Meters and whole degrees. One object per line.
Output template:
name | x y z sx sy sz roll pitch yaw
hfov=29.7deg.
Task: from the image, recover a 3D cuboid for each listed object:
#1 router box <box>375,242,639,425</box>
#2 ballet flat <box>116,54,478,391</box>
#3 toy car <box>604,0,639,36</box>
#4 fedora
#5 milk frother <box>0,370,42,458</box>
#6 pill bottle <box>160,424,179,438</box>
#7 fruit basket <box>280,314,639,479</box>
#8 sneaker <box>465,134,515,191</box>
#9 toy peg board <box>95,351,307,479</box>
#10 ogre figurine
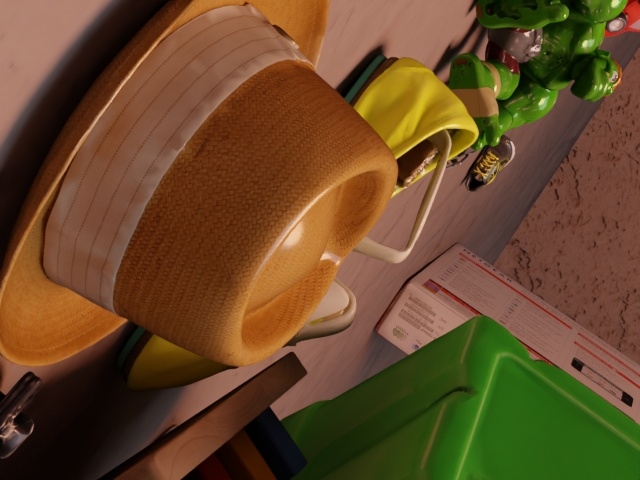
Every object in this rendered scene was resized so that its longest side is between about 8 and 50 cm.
router box | 0.265 0.150 1.566 0.082 0.335 0.301 -58 169 17
ballet flat | 0.000 0.000 0.596 0.231 0.077 0.077 -50 170 -23
toy car | 0.388 -0.271 1.156 0.053 0.225 0.239 32 94 -37
fedora | -0.028 -0.013 0.422 0.194 0.079 0.194 -52 170 -12
milk frother | -0.103 0.141 0.419 0.143 0.134 0.129 -49 -157 -1
pill bottle | -0.059 0.173 0.769 0.067 0.120 0.067 -52 170 -13
fruit basket | 0.000 0.255 0.592 0.392 0.283 0.392 -54 -178 3
sneaker | 0.182 -0.080 1.299 0.035 0.031 0.083 -46 167 -38
toy peg board | -0.078 0.142 0.552 0.161 0.079 0.160 -34 177 21
ogre figurine | 0.145 -0.132 0.809 0.118 0.096 0.197 -16 129 -45
